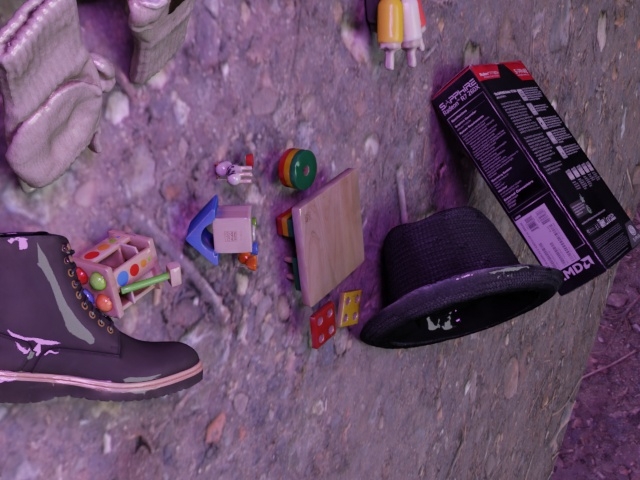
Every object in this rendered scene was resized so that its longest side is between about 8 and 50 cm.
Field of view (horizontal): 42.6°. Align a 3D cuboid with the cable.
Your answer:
[{"bbox_3d":[0.095,-0.366,1.031,0.139,0.072,0.287,-43,134,-51],"label":"cable"}]

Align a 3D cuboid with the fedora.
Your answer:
[{"bbox_3d":[0.188,0.045,1.192,0.334,0.333,0.153,15,56,-58],"label":"fedora"}]

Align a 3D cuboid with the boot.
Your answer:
[{"bbox_3d":[-0.186,0.057,0.668,0.197,0.076,0.137,3,93,-34],"label":"boot"}]

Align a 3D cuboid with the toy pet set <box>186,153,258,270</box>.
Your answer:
[{"bbox_3d":[-0.102,-0.017,0.865,0.114,0.065,0.122,-94,-177,-65],"label":"toy pet set"}]

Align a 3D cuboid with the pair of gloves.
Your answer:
[{"bbox_3d":[-0.157,-0.146,0.631,0.240,0.042,0.204,-55,177,-32],"label":"pair of gloves"}]

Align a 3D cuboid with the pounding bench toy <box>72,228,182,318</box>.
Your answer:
[{"bbox_3d":[-0.172,0.033,0.724,0.065,0.083,0.052,-41,133,-45],"label":"pounding bench toy"}]

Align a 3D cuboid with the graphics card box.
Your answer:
[{"bbox_3d":[0.352,-0.111,1.312,0.371,0.094,0.232,57,34,8],"label":"graphics card box"}]

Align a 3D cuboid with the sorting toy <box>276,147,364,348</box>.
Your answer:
[{"bbox_3d":[0.000,0.000,1.024,0.132,0.046,0.275,-38,130,-47],"label":"sorting toy"}]
